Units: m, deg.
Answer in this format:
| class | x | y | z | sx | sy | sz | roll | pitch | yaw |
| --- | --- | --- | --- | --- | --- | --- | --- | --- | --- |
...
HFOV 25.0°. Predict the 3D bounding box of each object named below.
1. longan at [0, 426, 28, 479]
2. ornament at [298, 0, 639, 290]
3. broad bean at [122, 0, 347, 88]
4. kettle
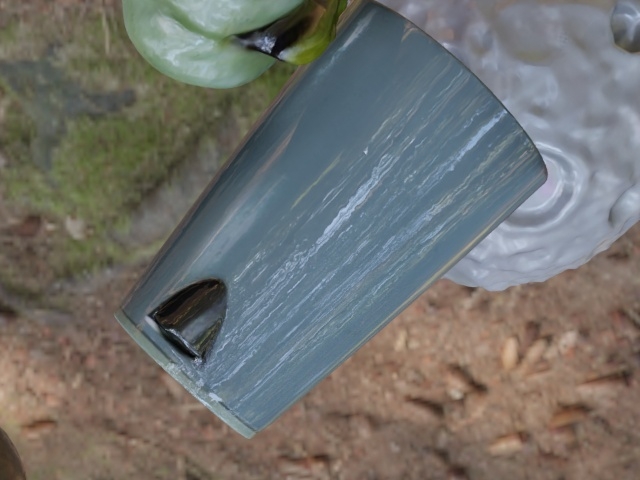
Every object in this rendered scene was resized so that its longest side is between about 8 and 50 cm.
| class | x | y | z | sx | sy | sz | roll | pitch | yaw |
| --- | --- | --- | --- | --- | --- | --- | --- | --- | --- |
| longan | -0.420 | 0.246 | 1.133 | 0.404 | 0.336 | 0.404 | -25 | 161 | -10 |
| ornament | 0.154 | -0.131 | 1.219 | 0.337 | 0.337 | 0.337 | -5 | 137 | -4 |
| broad bean | -0.065 | -0.184 | 0.798 | 0.169 | 0.228 | 0.100 | -21 | 158 | -40 |
| kettle | 0.000 | 0.000 | 0.892 | 0.243 | 0.160 | 0.210 | -47 | 168 | -2 |
